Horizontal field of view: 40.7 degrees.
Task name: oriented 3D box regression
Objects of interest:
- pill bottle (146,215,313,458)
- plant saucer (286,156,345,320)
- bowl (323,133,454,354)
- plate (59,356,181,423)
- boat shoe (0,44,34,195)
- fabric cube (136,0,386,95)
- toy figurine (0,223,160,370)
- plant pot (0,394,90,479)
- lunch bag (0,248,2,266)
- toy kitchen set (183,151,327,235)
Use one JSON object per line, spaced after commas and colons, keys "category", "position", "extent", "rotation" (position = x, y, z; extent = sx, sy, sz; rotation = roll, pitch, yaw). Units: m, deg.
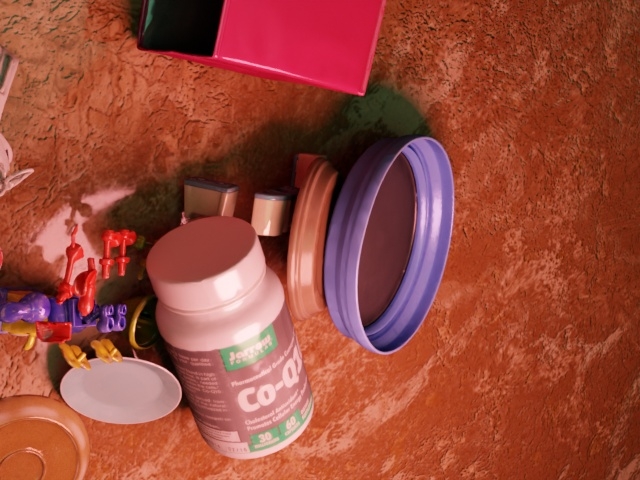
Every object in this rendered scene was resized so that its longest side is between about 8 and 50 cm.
{"category": "pill bottle", "position": [-0.142, 0.155, 1.370], "extent": [0.204, 0.204, 0.361], "rotation": [-31, 128, -23]}
{"category": "plant saucer", "position": [0.000, 0.000, 1.443], "extent": [0.278, 0.041, 0.277], "rotation": [8, 90, -78]}
{"category": "bowl", "position": [0.126, 0.004, 1.524], "extent": [0.391, 0.077, 0.390], "rotation": [-31, 127, -53]}
{"category": "plate", "position": [-0.313, 0.231, 1.361], "extent": [0.188, 0.024, 0.188], "rotation": [-3, 136, -2]}
{"category": "boat shoe", "position": [-0.440, -0.104, 1.095], "extent": [0.156, 0.136, 0.366], "rotation": [29, 46, -43]}
{"category": "fabric cube", "position": [-0.081, -0.369, 1.255], "extent": [0.258, 0.259, 0.254], "rotation": [5, 100, -37]}
{"category": "toy figurine", "position": [-0.383, 0.076, 1.265], "extent": [0.362, 0.217, 0.191], "rotation": [9, 83, -79]}
{"category": "plant pot", "position": [-0.469, 0.356, 1.343], "extent": [0.236, 0.032, 0.236], "rotation": [-10, 109, -32]}
{"category": "lunch bag", "position": [-0.575, 0.005, 1.114], "extent": [0.293, 0.120, 0.258], "rotation": [41, 79, -35]}
{"category": "toy kitchen set", "position": [-0.106, -0.092, 1.440], "extent": [0.207, 0.166, 0.122], "rotation": [-22, 122, -69]}
